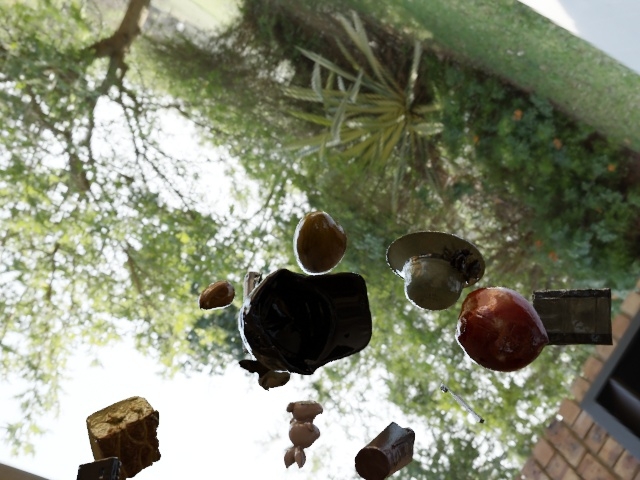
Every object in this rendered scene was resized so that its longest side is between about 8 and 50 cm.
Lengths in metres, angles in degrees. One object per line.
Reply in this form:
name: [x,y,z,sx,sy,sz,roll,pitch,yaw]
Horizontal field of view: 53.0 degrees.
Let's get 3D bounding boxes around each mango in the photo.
mango: [0.000,0.000,1.569,0.253,0.138,0.113,85,160,-62]
mango: [-0.289,0.156,1.800,0.063,0.077,0.127,-15,-174,46]

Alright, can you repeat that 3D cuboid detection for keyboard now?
keyboard: [-0.423,0.558,1.160,0.027,0.106,0.317,47,-146,-47]

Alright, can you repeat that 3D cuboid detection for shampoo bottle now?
shampoo bottle: [0.126,0.369,1.134,0.067,0.068,0.236,21,-175,22]

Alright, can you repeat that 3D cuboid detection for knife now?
knife: [-0.210,0.216,1.988,0.040,0.073,0.266,18,-122,-29]

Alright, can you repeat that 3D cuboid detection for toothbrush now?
toothbrush: [0.339,0.391,1.556,0.014,0.017,0.194,19,-175,-22]

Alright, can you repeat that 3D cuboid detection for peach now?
peach: [0.401,0.202,1.418,0.197,0.198,0.197,27,-171,-5]

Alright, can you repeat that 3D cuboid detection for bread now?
bread: [-0.551,0.571,1.822,0.184,0.275,0.114,-21,-128,-30]

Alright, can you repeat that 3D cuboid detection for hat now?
hat: [-0.056,0.180,1.462,0.335,0.238,0.209,-6,175,-33]
hat: [0.281,0.103,1.603,0.257,0.130,0.257,10,146,7]

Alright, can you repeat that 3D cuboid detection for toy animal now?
toy animal: [-0.056,0.613,2.029,0.124,0.213,0.124,8,170,1]

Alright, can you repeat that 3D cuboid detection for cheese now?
cheese: [-0.138,0.224,1.589,0.082,0.163,0.287,-6,-118,-17]

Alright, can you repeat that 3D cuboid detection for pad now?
pad: [0.753,0.232,1.931,0.232,0.175,0.022,-5,163,36]
